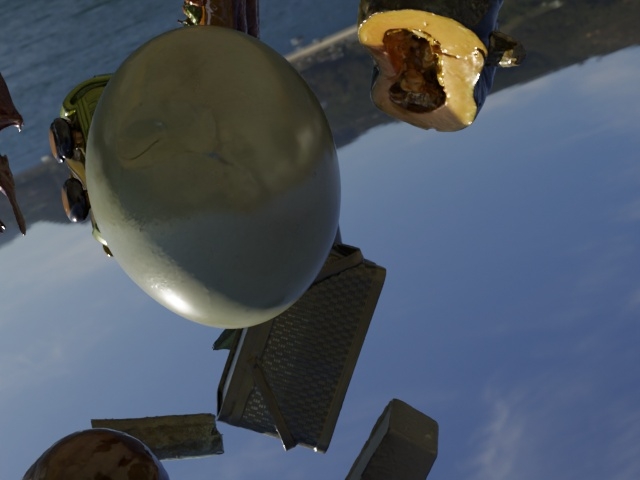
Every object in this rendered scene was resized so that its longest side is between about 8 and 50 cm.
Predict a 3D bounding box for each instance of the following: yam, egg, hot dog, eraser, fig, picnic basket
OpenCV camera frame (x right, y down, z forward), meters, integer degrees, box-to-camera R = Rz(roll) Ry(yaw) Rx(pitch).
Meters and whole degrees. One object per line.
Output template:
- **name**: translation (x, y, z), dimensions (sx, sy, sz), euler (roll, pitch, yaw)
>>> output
- **yam**: translation (-0.321, 0.391, 1.825), dimensions (0.259, 0.093, 0.093), euler (-2, -172, -10)
- **egg**: translation (-0.092, -0.057, 0.801), dimensions (0.219, 0.269, 0.219), euler (-14, 158, -6)
- **hot dog**: translation (-0.169, -0.394, 1.539), dimensions (0.117, 0.349, 0.158), euler (10, -123, 5)
- **eraser**: translation (0.094, 0.459, 1.637), dimensions (0.352, 0.111, 0.077), euler (-60, -168, -6)
- **fig**: translation (-0.298, 0.368, 1.201), dimensions (0.235, 0.235, 0.214), euler (-17, -155, 28)
- **picnic basket**: translation (-0.030, 0.122, 1.161), dimensions (0.139, 0.267, 0.165), euler (18, -178, -8)

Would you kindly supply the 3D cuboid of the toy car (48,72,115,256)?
- **toy car**: translation (-0.264, -0.096, 1.261), dimensions (0.200, 0.248, 0.142), euler (-9, 168, -24)

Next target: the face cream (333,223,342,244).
- **face cream**: translation (0.000, 0.000, 1.565), dimensions (0.073, 0.283, 0.073), euler (-9, -163, 3)

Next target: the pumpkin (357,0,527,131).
- **pumpkin**: translation (0.173, -0.274, 1.269), dimensions (0.222, 0.139, 0.317), euler (8, 156, 12)

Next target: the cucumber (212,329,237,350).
- **cucumber**: translation (-0.144, 0.166, 2.018), dimensions (0.220, 0.070, 0.046), euler (-45, -139, 8)

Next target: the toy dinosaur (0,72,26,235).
- **toy dinosaur**: translation (-0.288, -0.065, 0.762), dimensions (0.032, 0.108, 0.220), euler (-20, -124, 32)
